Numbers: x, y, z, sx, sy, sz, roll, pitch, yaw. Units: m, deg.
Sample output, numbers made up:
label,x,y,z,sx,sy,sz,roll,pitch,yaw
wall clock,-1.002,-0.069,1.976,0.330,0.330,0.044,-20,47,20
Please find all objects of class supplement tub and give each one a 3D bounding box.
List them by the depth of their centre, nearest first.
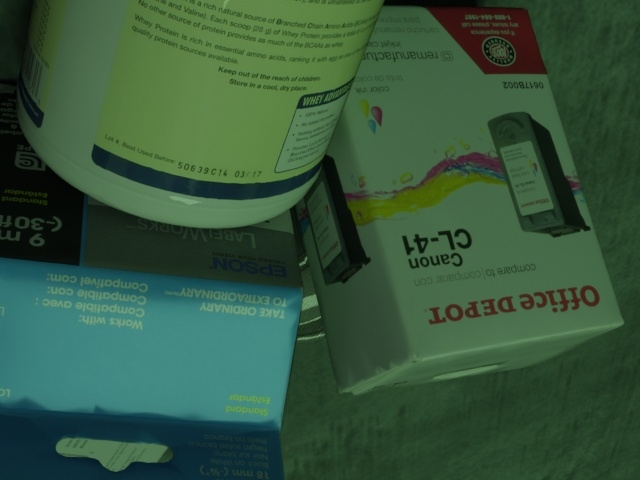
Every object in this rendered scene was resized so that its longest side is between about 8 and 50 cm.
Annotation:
label,x,y,z,sx,sy,sz,roll,pitch,yaw
supplement tub,-0.068,-0.197,0.721,0.235,0.235,0.325,0,128,-31

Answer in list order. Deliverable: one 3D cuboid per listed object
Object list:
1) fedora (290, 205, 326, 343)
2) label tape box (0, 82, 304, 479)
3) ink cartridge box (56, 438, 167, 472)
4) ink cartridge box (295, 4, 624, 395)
label,x,y,z,sx,sy,sz,roll,pitch,yaw
fedora,0.000,0.000,1.024,0.275,0.124,0.243,-39,138,7
label tape box,-0.141,0.026,0.771,0.240,0.334,0.106,7,127,-15
ink cartridge box,-0.281,0.127,0.971,0.307,0.129,0.223,18,118,-40
ink cartridge box,0.102,-0.041,0.904,0.226,0.306,0.131,-6,162,-28
